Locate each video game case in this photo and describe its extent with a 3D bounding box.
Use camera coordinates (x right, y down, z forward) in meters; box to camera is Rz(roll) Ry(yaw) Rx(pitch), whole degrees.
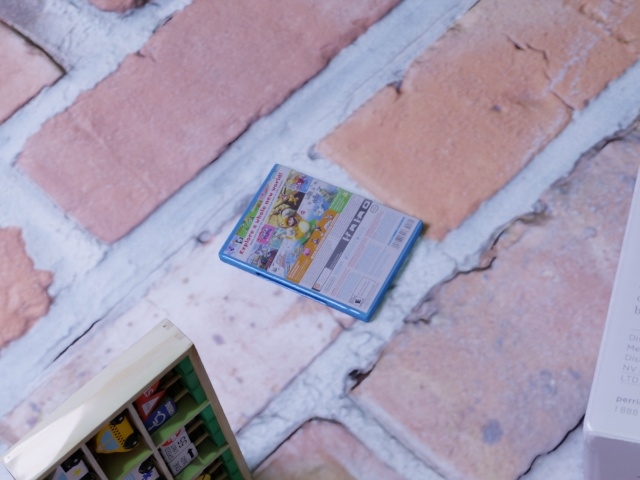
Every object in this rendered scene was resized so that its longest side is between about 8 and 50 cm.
[{"bbox_3d":[0.000,0.000,1.511,0.166,0.015,0.119,22,65,19],"label":"video game case"}]

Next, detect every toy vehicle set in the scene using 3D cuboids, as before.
[{"bbox_3d":[-0.149,0.188,1.269,0.166,0.267,0.035,-41,61,-16],"label":"toy vehicle set"}]

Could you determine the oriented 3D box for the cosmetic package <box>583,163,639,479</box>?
[{"bbox_3d":[0.341,0.023,1.325,0.161,0.230,0.453,10,60,15],"label":"cosmetic package"}]
